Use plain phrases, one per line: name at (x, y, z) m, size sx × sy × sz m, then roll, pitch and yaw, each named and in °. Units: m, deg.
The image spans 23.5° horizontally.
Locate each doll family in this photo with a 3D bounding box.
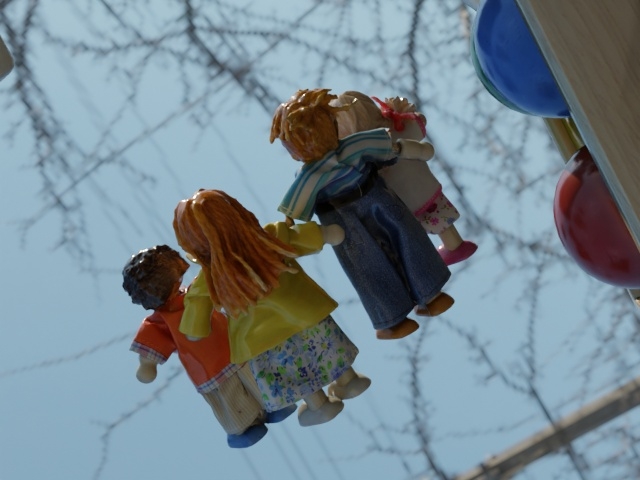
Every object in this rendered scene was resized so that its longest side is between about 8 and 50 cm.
doll family at (0.000, 0.000, 0.929) m, size 0.263 × 0.118 × 0.163 m, roll -40°, pitch -72°, yaw -23°

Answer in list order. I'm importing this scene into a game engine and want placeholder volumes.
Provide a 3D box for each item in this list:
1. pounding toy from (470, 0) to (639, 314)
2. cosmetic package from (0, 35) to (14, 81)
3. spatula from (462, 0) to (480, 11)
pounding toy at (0.099, -0.014, 0.333) m, size 0.181 × 0.094 × 0.206 m, roll 63°, pitch -173°, yaw -1°
cosmetic package at (-0.422, -0.142, 0.675) m, size 0.329 × 0.327 × 0.393 m, roll -47°, pitch -63°, yaw -51°
spatula at (0.025, -0.166, 0.445) m, size 0.242 × 0.168 × 0.019 m, roll 33°, pitch -168°, yaw -9°
